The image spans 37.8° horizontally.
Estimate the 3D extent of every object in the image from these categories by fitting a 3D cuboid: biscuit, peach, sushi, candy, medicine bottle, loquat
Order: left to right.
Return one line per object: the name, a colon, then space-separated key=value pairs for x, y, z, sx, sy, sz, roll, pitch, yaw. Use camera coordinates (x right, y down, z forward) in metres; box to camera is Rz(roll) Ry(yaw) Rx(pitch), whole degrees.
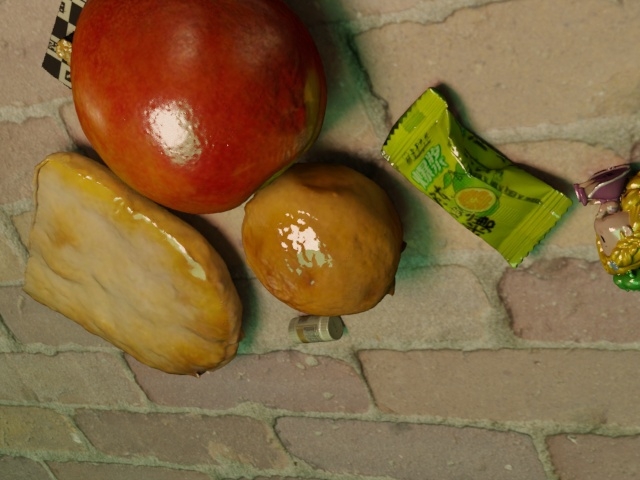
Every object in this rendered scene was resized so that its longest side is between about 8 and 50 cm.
sushi: x=-0.327 y=-0.258 z=1.371 sx=0.193 sy=0.040 sz=0.210 roll=38 pitch=137 yaw=-5
biscuit: x=-0.322 y=0.057 z=1.609 sx=0.446 sy=0.104 sz=0.429 roll=29 pitch=138 yaw=9
peach: x=-0.161 y=-0.196 z=1.162 sx=0.332 sy=0.308 sz=0.308 roll=49 pitch=137 yaw=7
medicine bottle: x=-0.008 y=0.146 z=1.542 sx=0.083 sy=0.047 sz=0.047 roll=-10 pitch=122 yaw=36
loquat: x=0.000 y=0.000 z=1.297 sx=0.238 sy=0.193 sz=0.238 roll=5 pitch=132 yaw=6
candy: x=0.195 y=-0.077 z=1.205 sx=0.246 sy=0.069 sz=0.149 roll=36 pitch=140 yaw=-1

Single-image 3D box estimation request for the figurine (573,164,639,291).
figurine: x=0.387 y=-0.016 z=1.135 sx=0.115 sy=0.095 sz=0.156 roll=-19 pitch=100 yaw=18
